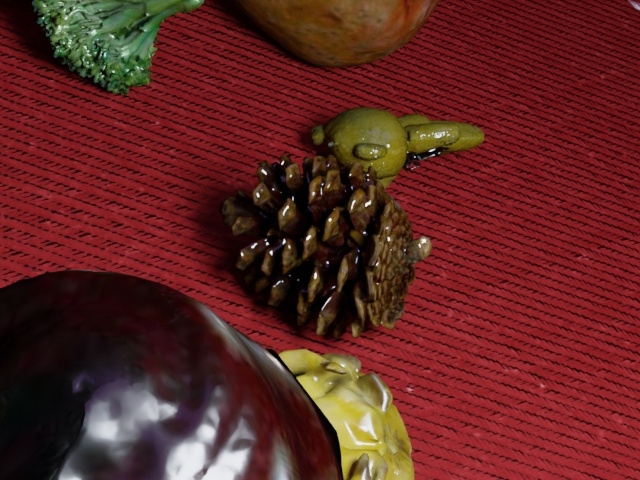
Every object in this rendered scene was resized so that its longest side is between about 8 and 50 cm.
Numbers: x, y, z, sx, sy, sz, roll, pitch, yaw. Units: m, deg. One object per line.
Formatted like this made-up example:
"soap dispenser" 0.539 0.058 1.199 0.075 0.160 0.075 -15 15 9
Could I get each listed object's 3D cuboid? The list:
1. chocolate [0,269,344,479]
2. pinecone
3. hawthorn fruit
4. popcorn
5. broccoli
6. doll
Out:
"chocolate" -0.180 0.184 1.421 0.383 0.331 0.384 -6 64 13
"pinecone" 0.001 -0.002 1.938 0.212 0.186 0.168 29 52 30
"hawthorn fruit" 0.036 -0.340 2.214 0.277 0.277 0.298 -1 2 -31
"popcorn" -0.028 0.219 1.675 0.250 0.190 0.250 9 54 -12
"broccoli" -0.196 -0.266 2.091 0.194 0.194 0.219 35 48 12
"doll" 0.094 -0.102 2.165 0.209 0.097 0.137 -2 8 -38
